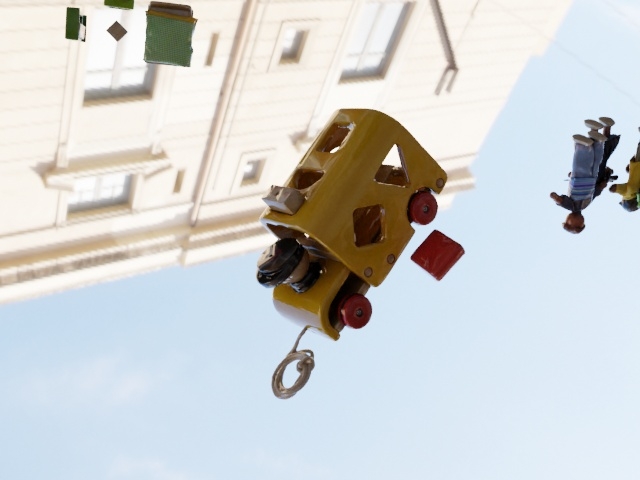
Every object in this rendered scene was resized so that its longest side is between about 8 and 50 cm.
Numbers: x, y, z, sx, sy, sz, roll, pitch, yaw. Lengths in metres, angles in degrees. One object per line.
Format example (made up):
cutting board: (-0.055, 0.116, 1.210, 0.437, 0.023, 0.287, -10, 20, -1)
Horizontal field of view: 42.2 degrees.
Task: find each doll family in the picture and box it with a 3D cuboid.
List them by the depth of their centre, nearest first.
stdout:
doll family: (0.323, -0.073, 0.914, 0.193, 0.111, 0.076, -6, -147, -18)

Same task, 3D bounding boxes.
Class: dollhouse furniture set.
dollhouse furniture set: (-0.226, -0.256, 1.002, 0.151, 0.076, 0.058, 5, -172, -9)

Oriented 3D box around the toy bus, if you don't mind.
toy bus: (0.004, -0.010, 0.658, 0.104, 0.191, 0.202, 42, -151, -31)
